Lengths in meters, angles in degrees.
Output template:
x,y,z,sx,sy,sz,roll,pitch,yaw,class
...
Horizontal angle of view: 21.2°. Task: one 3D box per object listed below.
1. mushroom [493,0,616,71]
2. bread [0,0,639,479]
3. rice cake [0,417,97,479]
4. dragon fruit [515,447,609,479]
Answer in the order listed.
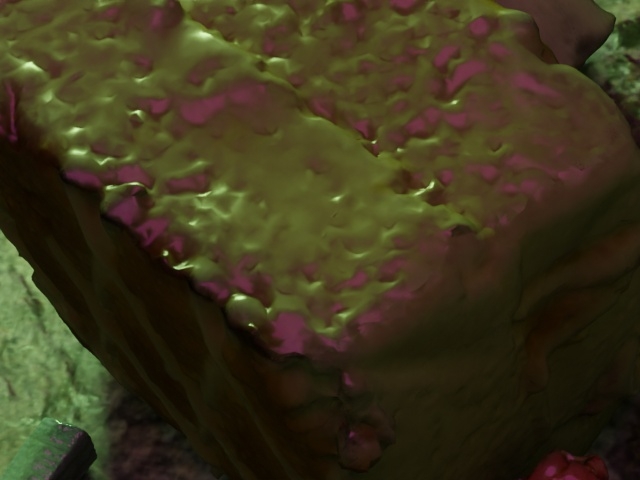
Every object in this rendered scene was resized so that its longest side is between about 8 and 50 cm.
x,y,z,sx,sy,sz,roll,pitch,yaw,class
0.078,-0.243,1.237,0.336,0.314,0.314,42,69,-4,mushroom
0.000,0.000,1.037,0.371,0.390,0.279,37,74,28,bread
-0.224,0.227,1.124,0.045,0.042,0.245,16,62,21,rice cake
0.164,0.243,0.941,0.224,0.224,0.227,6,61,12,dragon fruit
